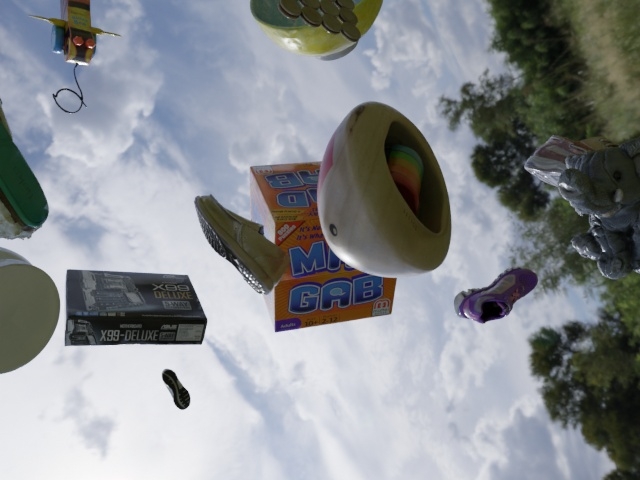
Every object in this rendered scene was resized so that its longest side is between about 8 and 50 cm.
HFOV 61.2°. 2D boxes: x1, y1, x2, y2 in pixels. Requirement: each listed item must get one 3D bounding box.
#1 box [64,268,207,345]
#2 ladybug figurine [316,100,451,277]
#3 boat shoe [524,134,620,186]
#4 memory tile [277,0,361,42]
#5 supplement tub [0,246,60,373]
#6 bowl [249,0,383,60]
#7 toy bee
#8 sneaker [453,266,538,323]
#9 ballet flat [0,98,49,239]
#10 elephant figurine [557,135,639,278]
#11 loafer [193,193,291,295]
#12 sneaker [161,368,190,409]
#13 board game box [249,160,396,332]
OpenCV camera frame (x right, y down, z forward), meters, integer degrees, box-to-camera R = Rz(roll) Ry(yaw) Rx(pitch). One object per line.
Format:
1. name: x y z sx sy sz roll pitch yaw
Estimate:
1. box: -0.454 0.161 1.316 0.308 0.076 0.242 5 -159 -27
2. ladybug figurine: 0.113 -0.092 1.002 0.305 0.162 0.449 52 -149 -15
3. boat shoe: 0.571 -0.162 1.127 0.123 0.116 0.324 27 -174 -31
4. memory tile: -0.003 -0.374 0.863 0.148 0.012 0.113 10 -124 -29
5. supplement tub: -0.681 0.111 1.008 0.235 0.325 0.235 -36 -49 -56
6. bowl: 0.010 -0.484 1.160 0.156 0.290 0.289 62 -156 -52
7. toy bee: -0.571 -0.483 1.298 0.195 0.162 0.298 -25 -80 -35
8. sneaker: 0.467 0.149 1.390 0.104 0.236 0.095 -140 28 -69
9. ballet flat: -0.531 -0.177 0.769 0.147 0.147 0.408 -51 -43 -56
10. elephant figurine: 0.417 -0.074 0.760 0.239 0.169 0.186 50 -166 -26
11. loafer: -0.156 -0.003 1.072 0.092 0.102 0.268 -33 -118 -23
12. sneaker: -0.334 0.341 1.250 0.040 0.044 0.109 -26 -78 -22
13. board game box: 0.000 0.000 1.594 0.356 0.356 0.356 -119 27 -54
